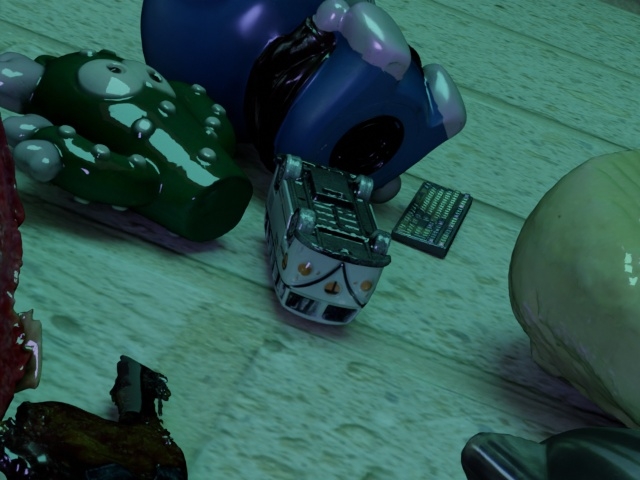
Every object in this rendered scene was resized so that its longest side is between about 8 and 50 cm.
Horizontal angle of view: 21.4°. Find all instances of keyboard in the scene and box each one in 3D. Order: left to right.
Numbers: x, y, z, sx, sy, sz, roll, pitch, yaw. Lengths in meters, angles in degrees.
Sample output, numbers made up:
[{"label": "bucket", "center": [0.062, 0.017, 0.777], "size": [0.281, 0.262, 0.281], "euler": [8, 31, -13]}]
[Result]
[{"label": "keyboard", "center": [0.110, -0.023, 1.638], "size": [0.055, 0.014, 0.176], "euler": [19, 20, 7]}]

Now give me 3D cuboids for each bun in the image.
[{"label": "bun", "center": [0.321, 0.069, 1.331], "size": [0.361, 0.213, 0.361], "euler": [7, 36, -5]}]

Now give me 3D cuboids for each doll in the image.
[{"label": "doll", "center": [-0.035, -0.182, 1.614], "size": [0.310, 0.240, 0.284], "euler": [53, -4, 34]}]

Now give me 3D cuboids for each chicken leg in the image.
[{"label": "chicken leg", "center": [-0.125, 0.122, 0.998], "size": [0.106, 0.051, 0.253], "euler": [42, 11, 5]}]

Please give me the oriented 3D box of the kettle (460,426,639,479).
[{"label": "kettle", "center": [0.201, 0.197, 0.932], "size": [0.251, 0.207, 0.271], "euler": [2, 19, -24]}]

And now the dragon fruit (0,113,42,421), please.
[{"label": "dragon fruit", "center": [-0.286, 0.052, 0.961], "size": [0.205, 0.152, 0.317], "euler": [59, 36, -13]}]

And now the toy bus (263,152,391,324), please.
[{"label": "toy bus", "center": [0.000, 0.000, 1.378], "size": [0.087, 0.089, 0.194], "euler": [16, 21, -13]}]

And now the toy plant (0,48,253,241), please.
[{"label": "toy plant", "center": [-0.168, -0.091, 1.426], "size": [0.232, 0.112, 0.243], "euler": [12, 28, -32]}]
